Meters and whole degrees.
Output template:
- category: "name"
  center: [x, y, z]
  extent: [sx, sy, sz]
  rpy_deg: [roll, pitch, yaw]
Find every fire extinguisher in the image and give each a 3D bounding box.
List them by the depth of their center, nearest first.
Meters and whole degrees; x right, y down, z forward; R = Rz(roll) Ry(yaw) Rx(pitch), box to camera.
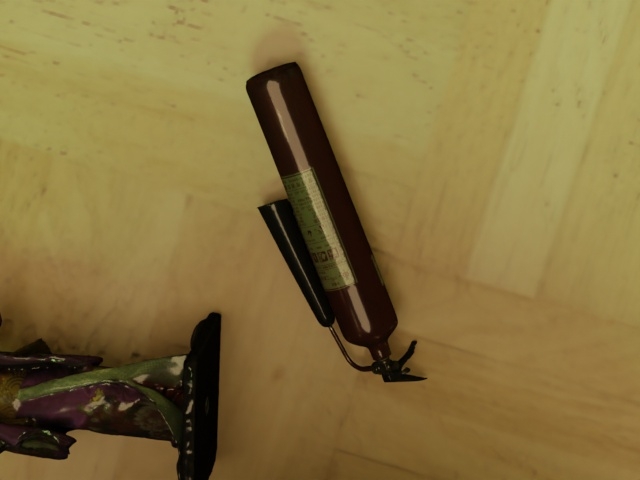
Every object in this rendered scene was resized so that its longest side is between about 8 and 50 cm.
- category: "fire extinguisher"
  center: [0.000, 0.000, 0.904]
  extent: [0.049, 0.035, 0.173]
  rpy_deg: [-21, 98, 7]

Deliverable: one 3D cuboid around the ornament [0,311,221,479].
- category: "ornament"
  center: [-0.148, 0.067, 0.911]
  extent: [0.203, 0.088, 0.081]
  rpy_deg: [11, 105, 5]
